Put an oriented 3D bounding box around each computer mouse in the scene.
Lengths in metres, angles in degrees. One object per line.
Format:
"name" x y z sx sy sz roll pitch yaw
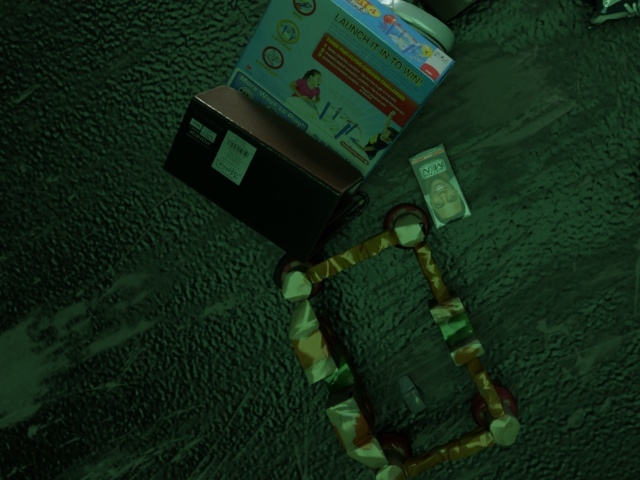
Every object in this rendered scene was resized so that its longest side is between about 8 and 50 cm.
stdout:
"computer mouse" 0.000 0.000 1.796 0.071 0.041 0.242 41 97 3

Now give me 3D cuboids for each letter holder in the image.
"letter holder" -0.078 -0.133 1.686 0.301 0.214 0.152 34 120 10

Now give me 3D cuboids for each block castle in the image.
"block castle" 0.135 0.191 1.714 0.303 0.213 0.453 -26 93 5

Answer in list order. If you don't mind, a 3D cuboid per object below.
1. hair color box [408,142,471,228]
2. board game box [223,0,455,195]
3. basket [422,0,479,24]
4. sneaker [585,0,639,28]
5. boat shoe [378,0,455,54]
"hair color box" 0.217 -0.099 1.759 0.072 0.043 0.141 -23 92 7
"board game box" 0.022 -0.279 1.661 0.308 0.086 0.302 39 135 0
"basket" 0.206 -0.506 1.676 0.204 0.154 0.227 -32 95 32
"sneaker" 0.542 -0.399 1.670 0.235 0.094 0.153 44 100 2
"boat shoe" 0.068 -0.369 1.713 0.335 0.121 0.119 21 79 15
